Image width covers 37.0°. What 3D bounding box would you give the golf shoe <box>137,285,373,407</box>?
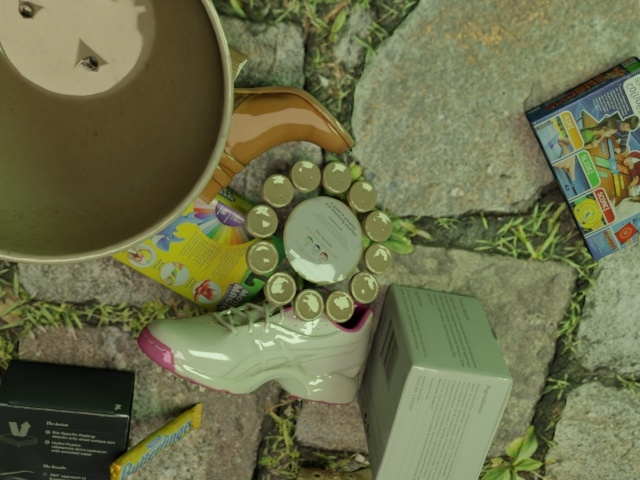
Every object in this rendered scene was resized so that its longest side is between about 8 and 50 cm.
[{"bbox_3d":[-0.062,0.103,1.083,0.306,0.115,0.140,14,106,-43],"label":"golf shoe"}]

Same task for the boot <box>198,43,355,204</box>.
[{"bbox_3d":[-0.077,-0.101,1.004,0.197,0.073,0.152,31,89,-3],"label":"boot"}]

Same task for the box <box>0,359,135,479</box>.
[{"bbox_3d":[-0.313,0.241,1.169,0.156,0.093,0.158,7,117,-8],"label":"box"}]

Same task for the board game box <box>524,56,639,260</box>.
[{"bbox_3d":[0.334,-0.088,1.086,0.136,0.035,0.201,-26,116,9],"label":"board game box"}]

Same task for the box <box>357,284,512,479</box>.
[{"bbox_3d":[0.127,0.176,1.122,0.119,0.181,0.181,9,116,-8],"label":"box"}]

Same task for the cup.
[{"bbox_3d":[-0.243,-0.176,0.882,0.331,0.237,0.331,-1,117,-3],"label":"cup"}]

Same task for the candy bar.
[{"bbox_3d":[-0.200,0.249,1.165,0.018,0.161,0.040,26,122,25],"label":"candy bar"}]

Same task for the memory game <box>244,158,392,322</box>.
[{"bbox_3d":[0.000,0.000,1.060,0.186,0.012,0.186,3,84,-26],"label":"memory game"}]

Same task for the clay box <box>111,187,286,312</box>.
[{"bbox_3d":[-0.155,-0.013,1.075,0.222,0.053,0.127,32,112,-21],"label":"clay box"}]

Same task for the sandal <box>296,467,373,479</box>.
[{"bbox_3d":[-0.020,0.336,1.245,0.240,0.088,0.079,-24,122,13],"label":"sandal"}]
